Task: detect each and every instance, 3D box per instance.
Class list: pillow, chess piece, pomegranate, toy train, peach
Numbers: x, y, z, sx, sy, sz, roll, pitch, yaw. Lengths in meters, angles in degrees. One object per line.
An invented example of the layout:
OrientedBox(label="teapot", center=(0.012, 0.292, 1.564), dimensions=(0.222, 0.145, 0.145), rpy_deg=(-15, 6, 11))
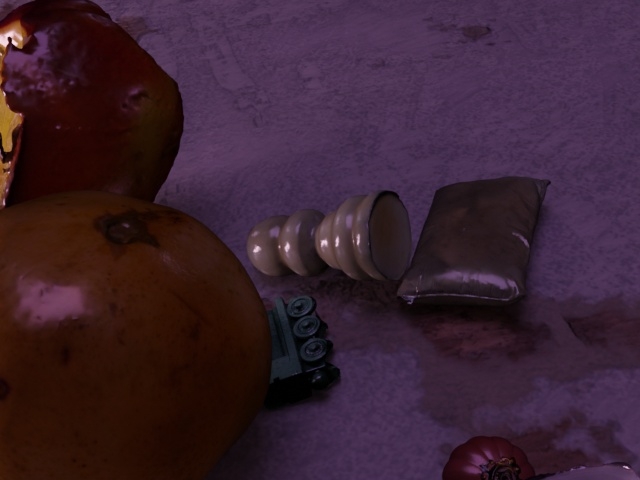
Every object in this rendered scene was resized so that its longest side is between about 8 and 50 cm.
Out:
OrientedBox(label="pillow", center=(0.231, -0.001, 1.393), dimensions=(0.185, 0.075, 0.302), rpy_deg=(-1, 36, 23))
OrientedBox(label="chess piece", center=(0.000, 0.000, 1.383), dimensions=(0.243, 0.133, 0.133), rpy_deg=(-4, 36, 32))
OrientedBox(label="pomegranate", center=(-0.268, 0.138, 1.100), dimensions=(0.416, 0.417, 0.417), rpy_deg=(-6, 38, 4))
OrientedBox(label="toy train", center=(-0.039, 0.144, 1.276), dimensions=(0.111, 0.071, 0.170), rpy_deg=(-19, 39, -1))
OrientedBox(label="peach", center=(-0.400, -0.138, 1.408), dimensions=(0.416, 0.353, 0.339), rpy_deg=(-48, 31, -9))

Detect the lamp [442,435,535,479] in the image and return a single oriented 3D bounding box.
OrientedBox(label="lamp", center=(0.188, 0.271, 1.049), dimensions=(0.107, 0.092, 0.107), rpy_deg=(4, 68, -11))

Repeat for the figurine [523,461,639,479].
OrientedBox(label="figurine", center=(0.201, 0.388, 0.782), dimensions=(0.206, 0.316, 0.284), rpy_deg=(-10, 10, 27))
